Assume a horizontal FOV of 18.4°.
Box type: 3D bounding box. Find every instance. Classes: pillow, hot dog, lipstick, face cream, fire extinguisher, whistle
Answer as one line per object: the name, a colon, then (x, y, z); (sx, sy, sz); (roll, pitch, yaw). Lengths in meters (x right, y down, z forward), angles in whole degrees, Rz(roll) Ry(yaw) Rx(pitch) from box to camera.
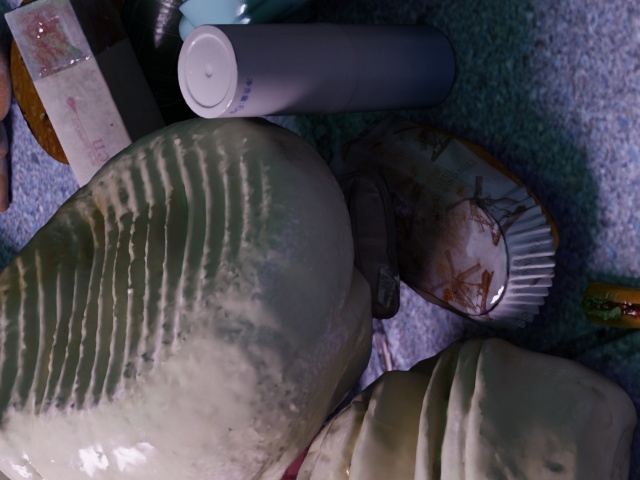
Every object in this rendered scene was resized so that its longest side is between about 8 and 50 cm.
pillow: (0.000, 0.000, 1.711); (0.232, 0.038, 0.131); (4, 105, 57)
hot dog: (0.101, -0.020, 1.663); (0.268, 0.075, 0.144); (39, 121, 47)
lipstick: (-0.179, -0.063, 1.866); (0.076, 0.080, 0.371); (-18, 101, 25)
hot dog: (0.238, 0.052, 1.570); (0.083, 0.021, 0.037); (1, 94, 46)
face cream: (0.001, -0.142, 1.634); (0.077, 0.250, 0.077); (5, 97, 47)
fire extinguisher: (-0.133, -0.223, 1.890); (0.114, 0.095, 0.311); (18, 116, -2)
whistle: (-0.366, -0.140, 2.171); (0.107, 0.057, 0.220); (18, 113, 62)

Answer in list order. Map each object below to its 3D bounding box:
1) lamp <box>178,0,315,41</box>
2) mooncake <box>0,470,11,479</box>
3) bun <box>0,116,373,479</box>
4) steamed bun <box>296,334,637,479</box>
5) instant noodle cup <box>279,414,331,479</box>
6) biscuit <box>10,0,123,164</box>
lamp: (-0.036, -0.238, 1.709); (0.147, 0.209, 0.284); (47, 153, 12)
mooncake: (-0.375, 0.180, 2.162); (0.275, 0.135, 0.275); (1, 91, 49)
bun: (-0.105, 0.076, 1.634); (0.365, 0.219, 0.365); (-24, 43, 25)
steamed bun: (0.102, 0.220, 1.601); (0.289, 0.203, 0.276); (-10, 86, 46)
instant noodle cup: (-0.103, 0.255, 1.827); (0.244, 0.244, 0.255); (28, 106, 42)
biscuit: (-0.256, -0.182, 2.061); (0.212, 0.036, 0.212); (9, 102, 46)
